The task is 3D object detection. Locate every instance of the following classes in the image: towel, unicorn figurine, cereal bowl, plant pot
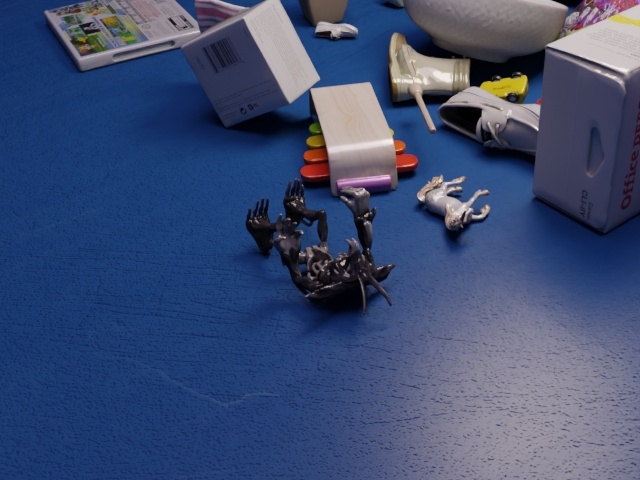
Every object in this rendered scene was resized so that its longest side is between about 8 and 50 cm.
[{"bbox_3d":[-0.180,-0.382,1.877,0.144,0.197,0.029,19,45,28],"label":"towel"},{"bbox_3d":[0.219,-0.055,1.512,0.111,0.060,0.162,-28,26,-29],"label":"unicorn figurine"},{"bbox_3d":[0.326,-0.457,1.940,0.339,0.141,0.339,13,21,-5],"label":"cereal bowl"},{"bbox_3d":[0.005,-0.563,2.196,0.109,0.096,0.109,-15,37,-13],"label":"plant pot"}]

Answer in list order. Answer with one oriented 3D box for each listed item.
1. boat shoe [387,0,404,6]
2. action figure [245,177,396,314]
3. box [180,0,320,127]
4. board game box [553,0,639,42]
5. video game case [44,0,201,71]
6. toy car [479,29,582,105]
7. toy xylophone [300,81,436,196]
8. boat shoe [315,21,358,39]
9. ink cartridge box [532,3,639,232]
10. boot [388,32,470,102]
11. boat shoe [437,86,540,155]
[{"bbox_3d":[0.227,-0.643,2.302,0.081,0.079,0.227,27,49,29],"label":"boat shoe"},{"bbox_3d":[0.000,0.000,1.379,0.164,0.141,0.276,-24,37,-28],"label":"action figure"},{"bbox_3d":[-0.132,-0.333,1.769,0.181,0.182,0.119,-13,24,41],"label":"box"},{"bbox_3d":[0.548,-0.385,1.819,0.056,0.208,0.347,35,31,-20],"label":"board game box"},{"bbox_3d":[-0.465,-0.505,2.215,0.300,0.036,0.329,-18,39,-19],"label":"video game case"},{"bbox_3d":[0.439,-0.298,1.755,0.225,0.053,0.239,-46,42,-6],"label":"toy car"},{"bbox_3d":[0.083,-0.199,1.694,0.236,0.081,0.322,-2,36,2],"label":"toy xylophone"},{"bbox_3d":[0.035,-0.468,2.121,0.100,0.035,0.035,13,66,16],"label":"boat shoe"},{"bbox_3d":[0.534,-0.225,1.517,0.385,0.279,0.160,-26,41,-28],"label":"ink cartridge box"},{"bbox_3d":[0.219,-0.352,1.901,0.165,0.077,0.213,-2,41,4],"label":"boot"},{"bbox_3d":[0.315,-0.205,1.672,0.088,0.096,0.267,-28,41,-23],"label":"boat shoe"}]
